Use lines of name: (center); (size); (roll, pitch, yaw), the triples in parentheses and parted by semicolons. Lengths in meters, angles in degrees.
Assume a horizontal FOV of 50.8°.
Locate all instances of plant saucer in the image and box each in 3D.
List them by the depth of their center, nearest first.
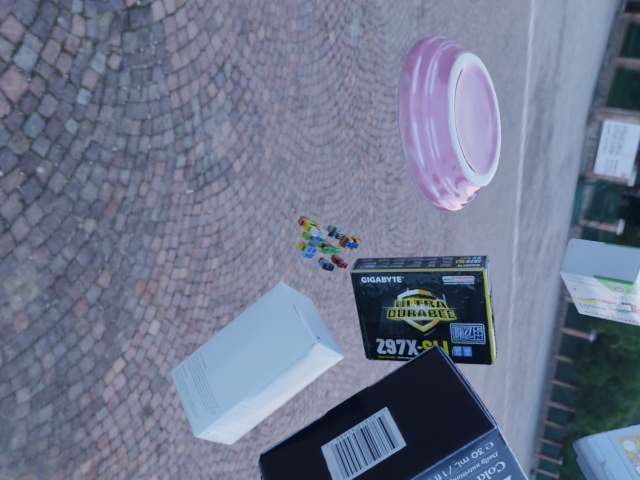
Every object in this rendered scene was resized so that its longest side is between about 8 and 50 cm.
plant saucer: (0.257, -0.222, 1.266); (0.332, 0.084, 0.332); (8, 81, -54)

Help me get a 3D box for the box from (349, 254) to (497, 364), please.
box: (0.249, 0.167, 1.611); (0.079, 0.322, 0.257); (-54, 138, -56)

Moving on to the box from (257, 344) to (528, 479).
box: (0.201, 0.574, 1.459); (0.472, 0.480, 0.297); (57, 1, -30)

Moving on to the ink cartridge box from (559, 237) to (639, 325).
ink cartridge box: (0.820, 0.122, 1.911); (0.278, 0.201, 0.117); (46, 63, -46)

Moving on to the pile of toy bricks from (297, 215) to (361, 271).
pile of toy bricks: (0.000, 0.000, 1.763); (0.212, 0.105, 0.118); (13, 113, -48)

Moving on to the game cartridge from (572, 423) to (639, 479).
game cartridge: (0.647, 0.455, 1.300); (0.297, 0.198, 0.062); (-2, 137, -28)

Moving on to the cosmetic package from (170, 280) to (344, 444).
cosmetic package: (-0.154, 0.294, 1.595); (0.365, 0.197, 0.155); (-38, 144, 10)
